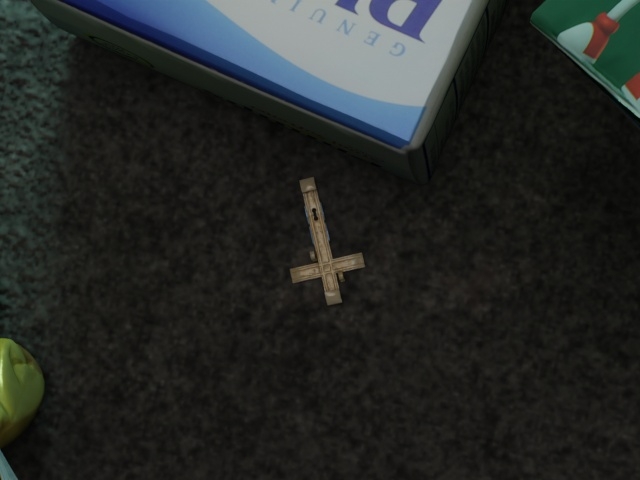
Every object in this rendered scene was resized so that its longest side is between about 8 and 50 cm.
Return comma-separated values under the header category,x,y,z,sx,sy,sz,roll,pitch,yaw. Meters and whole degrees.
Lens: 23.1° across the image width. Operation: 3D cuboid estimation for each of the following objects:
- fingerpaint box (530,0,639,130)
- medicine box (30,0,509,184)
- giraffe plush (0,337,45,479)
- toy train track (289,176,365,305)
category,x,y,z,sx,sy,sz,roll,pitch,yaw
fingerpaint box,0.388,-0.082,0.746,0.371,0.163,0.445,-45,125,9
medicine box,0.001,-0.219,0.958,0.263,0.149,0.289,24,86,7
giraffe plush,-0.278,0.111,0.943,0.170,0.181,0.210,-28,65,13
toy train track,0.000,0.000,1.001,0.048,0.014,0.083,-13,82,3
